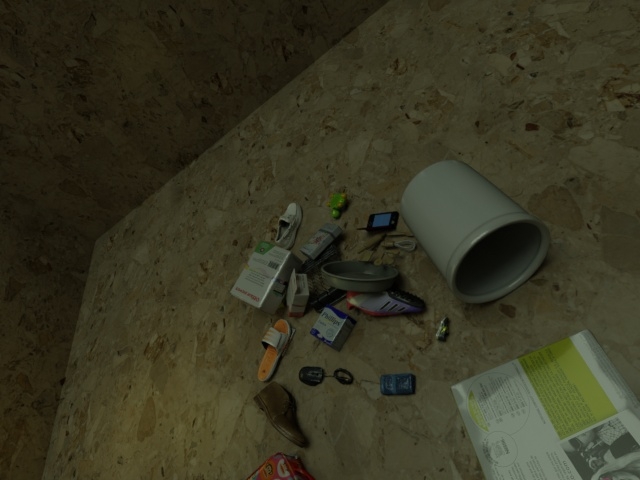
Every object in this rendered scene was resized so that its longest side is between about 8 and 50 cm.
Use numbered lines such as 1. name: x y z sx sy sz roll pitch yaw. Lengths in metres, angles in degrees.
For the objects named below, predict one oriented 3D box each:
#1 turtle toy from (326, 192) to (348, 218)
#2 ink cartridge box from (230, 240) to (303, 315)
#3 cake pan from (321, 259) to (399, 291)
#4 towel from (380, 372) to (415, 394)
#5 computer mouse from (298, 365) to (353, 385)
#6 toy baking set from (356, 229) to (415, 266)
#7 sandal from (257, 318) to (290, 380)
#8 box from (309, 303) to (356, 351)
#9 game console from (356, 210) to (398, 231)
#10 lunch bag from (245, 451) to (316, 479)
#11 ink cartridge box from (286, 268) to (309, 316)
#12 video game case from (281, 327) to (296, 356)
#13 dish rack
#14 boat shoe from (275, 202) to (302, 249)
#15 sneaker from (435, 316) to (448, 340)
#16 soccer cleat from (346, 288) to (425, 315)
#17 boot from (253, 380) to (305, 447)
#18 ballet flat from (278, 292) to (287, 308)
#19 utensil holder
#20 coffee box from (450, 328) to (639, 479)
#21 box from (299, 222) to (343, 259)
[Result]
1. turtle toy: 0.082 -0.168 1.993 0.095 0.066 0.130 8 66 43
2. ink cartridge box: -0.239 0.164 1.867 0.201 0.117 0.278 18 73 37
3. cake pan: 0.147 0.132 1.587 0.293 0.293 0.054 13 105 45
4. towel: 0.254 0.476 1.390 0.119 0.029 0.067 -15 52 31
5. computer mouse: 0.012 0.504 1.565 0.242 0.041 0.071 -11 53 34
6. toy baking set: 0.272 0.025 1.691 0.256 0.030 0.196 -37 37 -16
7. sandal: -0.206 0.447 1.745 0.101 0.076 0.265 -1 59 40
8. box: 0.048 0.338 1.636 0.126 0.072 0.137 21 74 46
9. game console: 0.243 -0.084 1.780 0.144 0.085 0.124 -4 57 37
10. lunch bag: -0.114 0.848 1.351 0.258 0.120 0.293 -45 41 3
11. ink cartridge box: -0.094 0.220 1.763 0.198 0.067 0.115 107 159 -44
12. video game case: -0.162 0.425 1.792 0.087 0.011 0.122 9 66 44
13. dish rack: 0.022 0.151 1.804 0.208 0.074 0.272 -33 42 14
14. boat shoe: -0.165 -0.089 2.118 0.098 0.096 0.277 -14 51 33
15. sneaker: 0.413 0.296 1.396 0.035 0.031 0.083 19 77 32
16. soccer cleat: 0.234 0.233 1.554 0.318 0.108 0.117 10 94 36
17. boot: -0.135 0.632 1.551 0.115 0.112 0.305 -45 38 -13
18. ballet flat: -0.185 0.211 1.938 0.077 0.077 0.231 -5 57 12
19. utensil holder: 0.477 -0.045 1.377 0.327 0.327 0.385 -38 41 11
20. coffee box: 0.544 0.459 0.926 0.334 0.337 0.338 -31 45 18
21. box: 0.000 0.000 1.902 0.186 0.038 0.145 -45 20 -9
